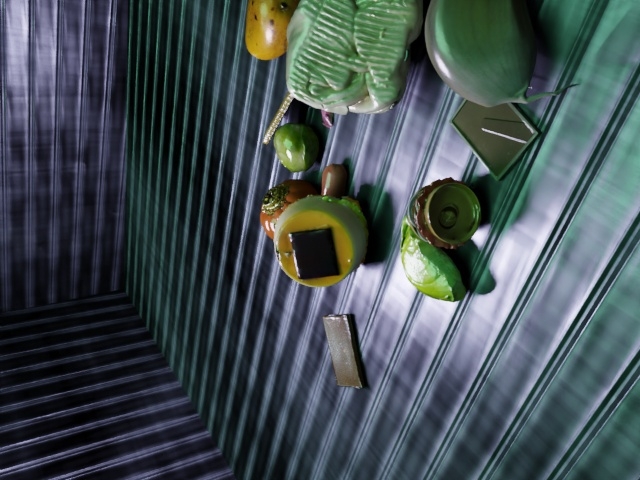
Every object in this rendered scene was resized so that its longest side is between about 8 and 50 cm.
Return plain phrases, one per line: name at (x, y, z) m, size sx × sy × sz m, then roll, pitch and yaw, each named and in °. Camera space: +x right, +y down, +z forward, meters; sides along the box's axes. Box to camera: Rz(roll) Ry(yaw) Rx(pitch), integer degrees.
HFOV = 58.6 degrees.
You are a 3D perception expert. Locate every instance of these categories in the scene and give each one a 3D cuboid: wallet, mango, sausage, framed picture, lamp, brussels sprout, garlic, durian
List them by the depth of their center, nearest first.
garlic at (0.345, -0.429, 1.202) m, size 0.246 × 0.231 × 0.340 m, roll -23°, pitch 98°, yaw 11°
framed picture at (0.388, -0.256, 1.289) m, size 0.203 × 0.015 × 0.150 m, roll 59°, pitch 141°, yaw 27°
durian at (0.276, 0.056, 1.457) m, size 0.250 × 0.101 × 0.139 m, roll 57°, pitch 141°, yaw 31°
sausage at (0.037, -0.147, 1.770) m, size 0.077 × 0.077 × 0.194 m, roll 33°, pitch 123°, yaw 47°
mango at (-0.158, -0.695, 1.837) m, size 0.191 × 0.160 × 0.290 m, roll 60°, pitch 146°, yaw 12°
brussels sprout at (-0.079, -0.314, 1.851) m, size 0.183 × 0.131 × 0.145 m, roll 60°, pitch 164°, yaw 27°
lamp at (-0.096, -0.097, 1.869) m, size 0.223 × 0.196 × 0.223 m, roll -28°, pitch 44°, yaw 31°
wallet at (0.078, 0.363, 1.883) m, size 0.133 × 0.039 × 0.243 m, roll -15°, pitch 86°, yaw 49°

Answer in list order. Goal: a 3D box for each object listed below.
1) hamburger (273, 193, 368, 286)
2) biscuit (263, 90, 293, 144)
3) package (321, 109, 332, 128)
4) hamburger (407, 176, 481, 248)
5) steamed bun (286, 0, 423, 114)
hamburger at (0.000, 0.000, 1.707) m, size 0.179 × 0.294 × 0.276 m, roll -69°, pitch -33°, yaw -68°
biscuit at (-0.115, -0.439, 1.854) m, size 0.254 × 0.029 × 0.172 m, roll -52°, pitch 13°, yaw 47°
package at (0.020, -0.393, 1.769) m, size 0.059 × 0.029 × 0.083 m, roll 41°, pitch 139°, yaw 46°
hamburger at (0.285, -0.068, 1.364) m, size 0.137 × 0.175 × 0.175 m, roll -167°, pitch 70°, yaw -68°
steamed bun at (0.102, -0.494, 1.446) m, size 0.394 × 0.237 × 0.346 m, roll -32°, pitch 100°, yaw 21°
